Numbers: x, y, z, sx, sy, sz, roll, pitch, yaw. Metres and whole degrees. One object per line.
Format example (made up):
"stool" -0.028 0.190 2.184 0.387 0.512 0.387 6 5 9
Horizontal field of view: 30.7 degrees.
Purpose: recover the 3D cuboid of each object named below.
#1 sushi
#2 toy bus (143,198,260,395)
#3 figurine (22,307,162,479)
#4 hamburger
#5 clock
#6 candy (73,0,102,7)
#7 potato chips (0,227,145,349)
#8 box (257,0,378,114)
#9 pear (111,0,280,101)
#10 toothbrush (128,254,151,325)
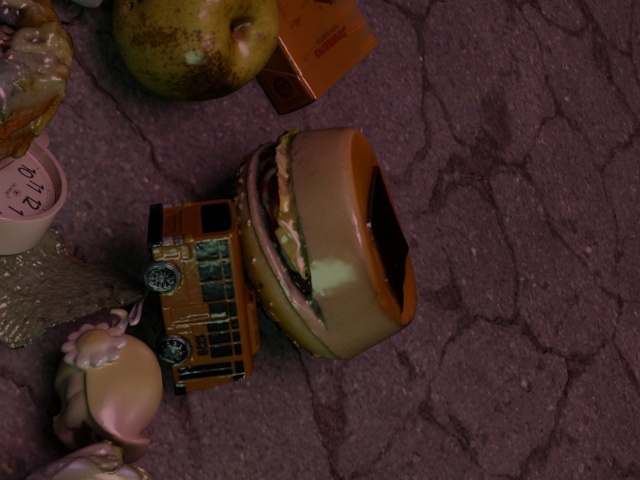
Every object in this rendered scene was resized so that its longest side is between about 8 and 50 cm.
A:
"sushi" -0.360 -0.211 1.144 0.184 0.139 0.274 1 51 -47
"toy bus" -0.129 0.062 1.284 0.098 0.114 0.201 -103 -173 -61
"figurine" -0.204 0.254 1.159 0.274 0.227 0.394 5 53 -7
"hamburger" 0.000 0.000 1.409 0.300 0.176 0.300 -17 90 -77
"clock" -0.337 -0.056 1.168 0.155 0.063 0.229 31 31 -9
"candy" -0.311 -0.349 1.303 0.174 0.071 0.138 21 66 -38
"potato chips" -0.299 0.037 1.214 0.228 0.059 0.167 29 46 -18
"box" -0.054 -0.329 1.549 0.174 0.076 0.274 -46 111 -40
"pear" -0.153 -0.260 1.363 0.197 0.197 0.197 14 70 -42
"toothbrush" -0.198 0.052 1.287 0.162 0.014 0.017 -92 159 -68
